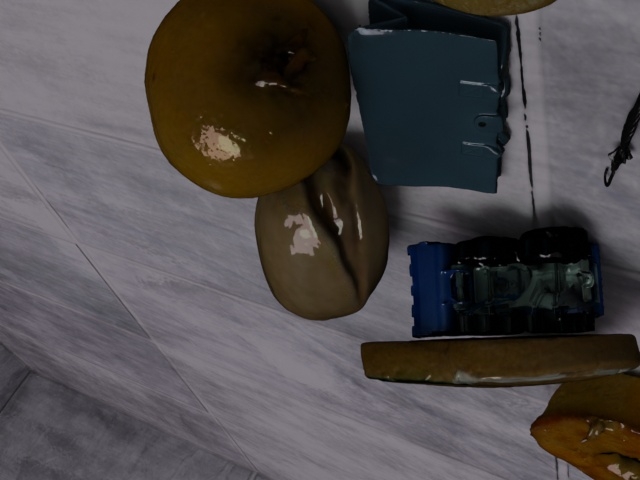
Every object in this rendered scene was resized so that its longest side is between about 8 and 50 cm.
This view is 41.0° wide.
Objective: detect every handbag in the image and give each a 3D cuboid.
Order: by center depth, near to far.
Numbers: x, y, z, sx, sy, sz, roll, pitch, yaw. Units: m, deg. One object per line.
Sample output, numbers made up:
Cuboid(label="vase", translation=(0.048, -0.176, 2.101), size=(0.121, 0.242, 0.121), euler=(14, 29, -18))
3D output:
Cuboid(label="handbag", translation=(0.111, -0.133, 0.829), size=(0.144, 0.057, 0.221), euler=(13, 148, 19))

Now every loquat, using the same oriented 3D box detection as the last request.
Cuboid(label="loquat", translation=(-0.068, -0.143, 0.824), size=(0.208, 0.208, 0.208), euler=(24, 153, 13))

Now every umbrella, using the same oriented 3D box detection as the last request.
Cuboid(label="umbrella", translation=(0.272, -0.092, 0.758), size=(0.022, 0.022, 0.148), euler=(0, 149, 2))

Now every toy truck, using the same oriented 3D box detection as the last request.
Cuboid(label="toy truck", translation=(0.206, 0.050, 0.956), size=(0.208, 0.113, 0.126), euler=(-5, 173, 32))

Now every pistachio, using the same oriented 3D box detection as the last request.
Cuboid(label="pistachio", translation=(0.000, 0.000, 1.050), size=(0.181, 0.162, 0.293), euler=(54, 166, 27))

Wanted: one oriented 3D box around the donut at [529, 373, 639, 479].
Cuboid(label="donut", translation=(0.407, 0.271, 1.138), size=(0.254, 0.118, 0.253), euler=(22, 150, 14))

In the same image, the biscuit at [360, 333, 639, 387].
Cuboid(label="biscuit", translation=(0.193, 0.142, 1.003), size=(0.287, 0.057, 0.344), euler=(-1, 173, -8))

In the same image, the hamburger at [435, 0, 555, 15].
Cuboid(label="hamburger", translation=(0.099, -0.246, 0.566), size=(0.215, 0.122, 0.189), euler=(43, 158, -30))
